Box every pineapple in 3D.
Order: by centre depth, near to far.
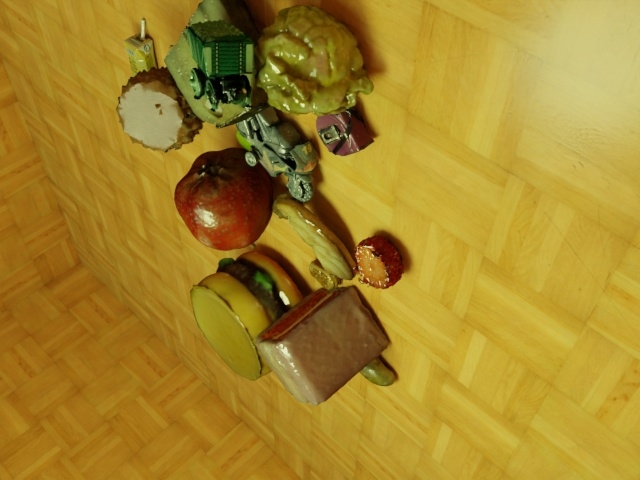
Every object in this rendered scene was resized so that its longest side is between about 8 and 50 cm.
[{"bbox_3d":[-0.378,-0.371,1.866,0.223,0.357,0.223,5,113,13],"label":"pineapple"}]

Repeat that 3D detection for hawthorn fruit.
[{"bbox_3d":[-0.250,-0.089,1.970,0.287,0.287,0.330,26,152,39],"label":"hawthorn fruit"}]

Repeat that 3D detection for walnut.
[{"bbox_3d":[-0.091,-0.098,1.932,0.079,0.082,0.096,28,153,-13],"label":"walnut"}]

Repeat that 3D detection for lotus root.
[{"bbox_3d":[-0.202,-0.407,1.632,0.267,0.149,0.260,-39,81,45],"label":"lotus root"}]

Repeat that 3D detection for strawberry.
[{"bbox_3d":[0.147,0.053,1.741,0.145,0.086,0.145,34,145,28],"label":"strawberry"}]

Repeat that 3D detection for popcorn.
[{"bbox_3d":[-0.028,-0.352,1.423,0.259,0.212,0.259,44,152,31],"label":"popcorn"}]

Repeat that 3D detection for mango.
[{"bbox_3d":[-0.183,-0.269,1.890,0.108,0.056,0.073,43,159,19],"label":"mango"}]

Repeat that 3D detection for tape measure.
[{"bbox_3d":[0.049,-0.247,1.556,0.118,0.074,0.125,58,149,-9],"label":"tape measure"}]

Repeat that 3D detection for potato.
[{"bbox_3d":[0.163,0.393,2.118,0.138,0.070,0.091,44,152,14],"label":"potato"}]

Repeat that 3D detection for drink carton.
[{"bbox_3d":[-0.529,-0.553,2.063,0.084,0.074,0.200,36,149,27],"label":"drink carton"}]

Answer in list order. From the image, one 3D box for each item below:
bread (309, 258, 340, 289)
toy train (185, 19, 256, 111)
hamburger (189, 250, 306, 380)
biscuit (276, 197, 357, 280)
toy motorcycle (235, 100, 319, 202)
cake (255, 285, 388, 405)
[{"bbox_3d":[0.012,0.101,2.040,0.110,0.044,0.083,31,149,37],"label":"bread"},{"bbox_3d":[-0.209,-0.356,1.423,0.269,0.115,0.154,-126,27,-59],"label":"toy train"},{"bbox_3d":[-0.202,0.242,2.265,0.396,0.277,0.396,36,146,30],"label":"hamburger"},{"bbox_3d":[0.002,0.000,1.877,0.154,0.045,0.299,12,146,50],"label":"biscuit"},{"bbox_3d":[-0.104,-0.242,1.768,0.307,0.108,0.173,51,143,5],"label":"toy motorcycle"},{"bbox_3d":[-0.003,0.299,2.021,0.230,0.309,0.237,59,154,-7],"label":"cake"}]
